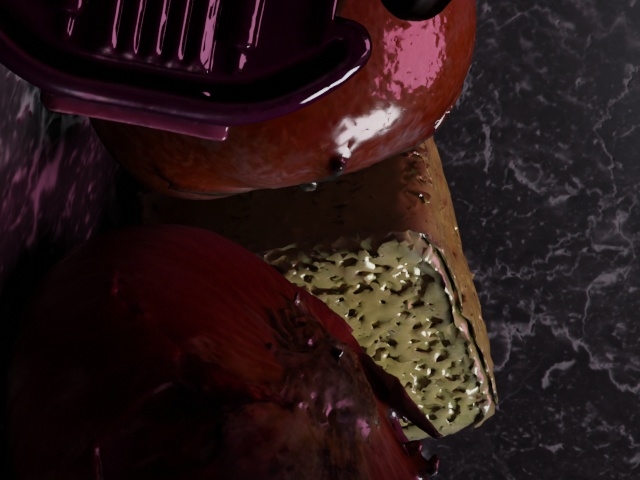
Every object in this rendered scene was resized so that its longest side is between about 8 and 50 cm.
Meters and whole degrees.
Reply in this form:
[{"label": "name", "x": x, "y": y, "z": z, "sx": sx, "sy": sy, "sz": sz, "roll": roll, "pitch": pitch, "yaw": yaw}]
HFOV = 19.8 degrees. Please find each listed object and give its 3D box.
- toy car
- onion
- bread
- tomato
[{"label": "toy car", "x": -0.069, "y": -0.228, "z": 0.868, "sx": 0.240, "sy": 0.271, "sz": 0.341, "roll": -148, "pitch": -110, "yaw": -74}, {"label": "onion", "x": -0.086, "y": 0.164, "z": 1.222, "sx": 0.285, "sy": 0.347, "sz": 0.347, "roll": -36, "pitch": -166, "yaw": 23}, {"label": "bread", "x": 0.000, "y": 0.000, "z": 1.498, "sx": 0.315, "sy": 0.248, "sz": 0.279, "roll": -81, "pitch": 155, "yaw": -57}, {"label": "tomato", "x": -0.032, "y": -0.152, "z": 1.185, "sx": 0.265, "sy": 0.264, "sz": 0.265, "roll": 10, "pitch": 90, "yaw": -85}]
